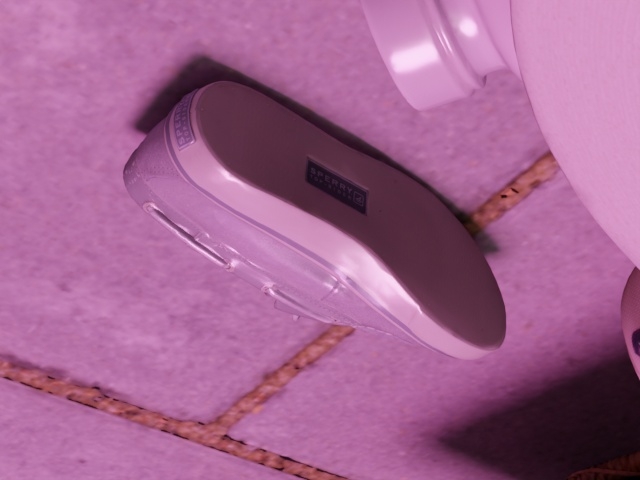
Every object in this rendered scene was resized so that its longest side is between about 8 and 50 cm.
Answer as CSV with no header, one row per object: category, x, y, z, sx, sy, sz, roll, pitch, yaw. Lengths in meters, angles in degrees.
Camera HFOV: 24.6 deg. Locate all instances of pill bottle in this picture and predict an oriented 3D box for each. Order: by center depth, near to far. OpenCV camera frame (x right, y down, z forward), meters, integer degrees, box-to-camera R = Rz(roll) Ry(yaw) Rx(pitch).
pill bottle,0.108,-0.120,0.583,0.180,0.108,0.108,-19,138,17

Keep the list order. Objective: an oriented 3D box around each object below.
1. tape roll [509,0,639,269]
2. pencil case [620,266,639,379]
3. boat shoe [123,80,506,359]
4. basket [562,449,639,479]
tape roll,0.244,-0.036,0.409,0.392,0.072,0.392,24,154,13
pencil case,0.289,-0.046,0.632,0.160,0.183,0.410,28,136,-1
boat shoe,-0.001,0.001,0.751,0.227,0.079,0.081,33,137,-31
basket,0.231,0.181,0.878,0.223,0.213,0.299,43,140,-23
